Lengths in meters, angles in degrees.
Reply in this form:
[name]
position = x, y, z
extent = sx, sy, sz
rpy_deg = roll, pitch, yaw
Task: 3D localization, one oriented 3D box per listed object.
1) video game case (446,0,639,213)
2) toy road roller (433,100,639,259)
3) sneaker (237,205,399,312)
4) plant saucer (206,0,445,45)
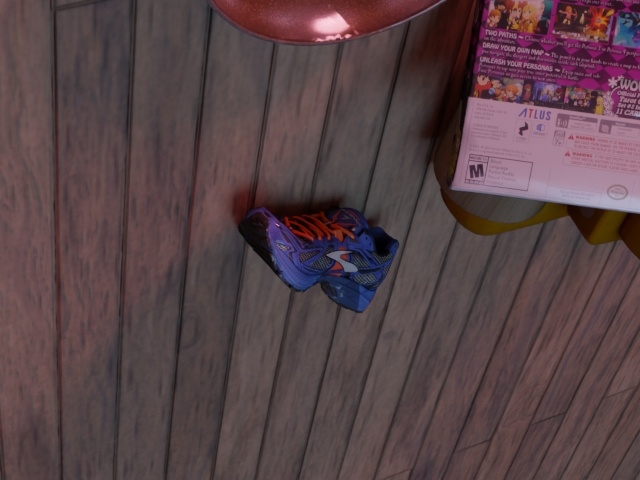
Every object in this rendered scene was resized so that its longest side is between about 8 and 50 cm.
[video game case]
position = 0.234, -0.131, 1.231
extent = 0.232, 0.042, 0.210
rpy_deg = 7, 105, -4
[toy road roller]
position = 0.296, -0.070, 1.368
extent = 0.329, 0.240, 0.202
rpy_deg = -11, 144, -28
[sneaker]
position = 0.000, 0.000, 1.403
extent = 0.087, 0.083, 0.221
rpy_deg = -52, 150, 10
[plant saucer]
position = 0.041, -0.268, 1.057
extent = 0.310, 0.050, 0.310
rpy_deg = -20, 147, -14
